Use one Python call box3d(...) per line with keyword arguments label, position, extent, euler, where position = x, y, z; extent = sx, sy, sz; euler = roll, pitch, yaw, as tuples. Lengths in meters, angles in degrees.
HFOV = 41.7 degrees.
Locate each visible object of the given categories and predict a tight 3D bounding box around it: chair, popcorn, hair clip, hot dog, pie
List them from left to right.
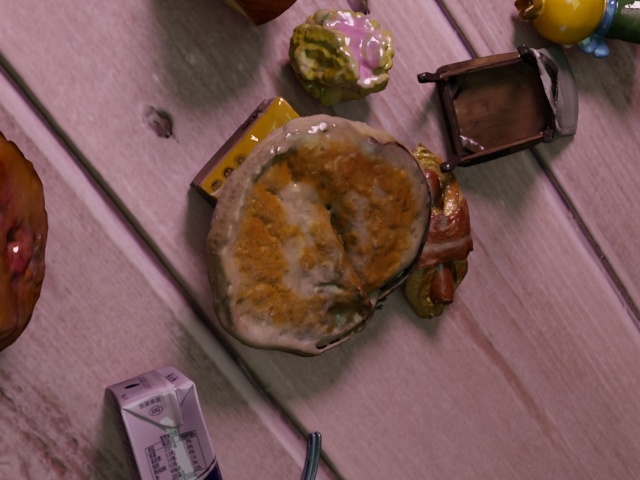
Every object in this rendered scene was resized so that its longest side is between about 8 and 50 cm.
box3d(label="hair clip", position=(-0.045, 0.382, 1.194), extent=(0.070, 0.039, 0.229), euler=(32, 76, -21))
box3d(label="pie", position=(0.000, 0.000, 1.106), extent=(0.339, 0.077, 0.339), euler=(-10, 115, -22))
box3d(label="popcorn", position=(0.029, -0.252, 1.151), extent=(0.145, 0.126, 0.126), euler=(1, 76, 5))
box3d(label="hot dog", position=(0.166, -0.012, 1.228), extent=(0.123, 0.093, 0.262), euler=(-16, 99, -16))
box3d(label="chair", position=(0.275, -0.204, 1.251), extent=(0.186, 0.319, 0.160), euler=(-14, 96, 23))

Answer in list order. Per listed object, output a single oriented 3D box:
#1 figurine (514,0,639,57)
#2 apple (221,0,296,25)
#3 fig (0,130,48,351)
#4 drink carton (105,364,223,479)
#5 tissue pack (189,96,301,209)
box3d(label="figurine", position=(0.420, -0.376, 1.315), extent=(0.234, 0.185, 0.127), euler=(2, 136, 7))
box3d(label="apple", position=(-0.099, -0.370, 1.053), extent=(0.173, 0.195, 0.160), euler=(11, 117, -48))
box3d(label="fig", position=(-0.491, 0.008, 0.897), extent=(0.368, 0.286, 0.286), euler=(-5, 94, 1))
box3d(label="drink carton", position=(-0.192, 0.283, 1.072), extent=(0.101, 0.134, 0.222), euler=(-18, 98, -18))
box3d(label="tissue pack", position=(-0.076, -0.095, 1.132), extent=(0.120, 0.082, 0.169), euler=(45, 76, -20))
